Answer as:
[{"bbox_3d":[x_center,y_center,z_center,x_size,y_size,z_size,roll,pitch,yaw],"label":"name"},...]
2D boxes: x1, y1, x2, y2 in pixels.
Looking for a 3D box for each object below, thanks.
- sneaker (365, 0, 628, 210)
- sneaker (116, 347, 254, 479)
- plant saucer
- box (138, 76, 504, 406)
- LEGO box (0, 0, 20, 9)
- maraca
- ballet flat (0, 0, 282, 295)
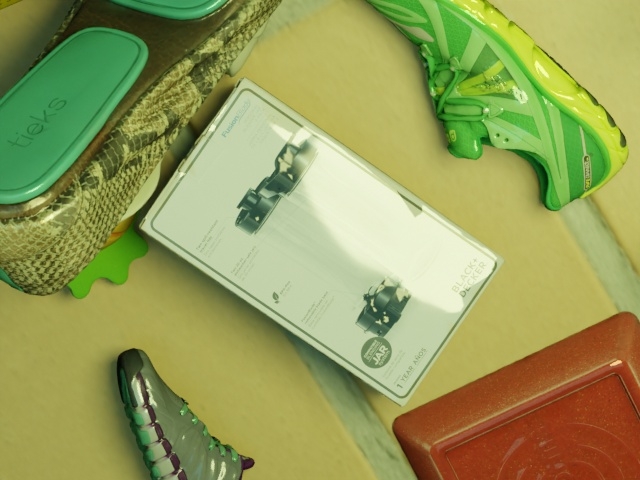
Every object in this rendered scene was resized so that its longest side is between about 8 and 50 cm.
[{"bbox_3d":[0.140,-0.138,1.392,0.295,0.109,0.123,41,97,-5],"label":"sneaker"},{"bbox_3d":[-0.123,0.195,1.505,0.098,0.083,0.223,-22,105,-14],"label":"sneaker"},{"bbox_3d":[0.237,0.236,1.495,0.259,0.048,0.258,-26,99,9],"label":"plant saucer"},{"bbox_3d":[0.000,0.000,1.426,0.290,0.087,0.169,34,91,-4],"label":"box"},{"bbox_3d":[-0.312,-0.383,1.246,0.500,0.193,0.372,-19,84,16],"label":"LEGO box"},{"bbox_3d":[-0.219,-0.033,1.441,0.127,0.099,0.185,-18,120,-20],"label":"maraca"},{"bbox_3d":[-0.146,-0.154,1.348,0.164,0.182,0.482,21,62,22],"label":"ballet flat"}]
